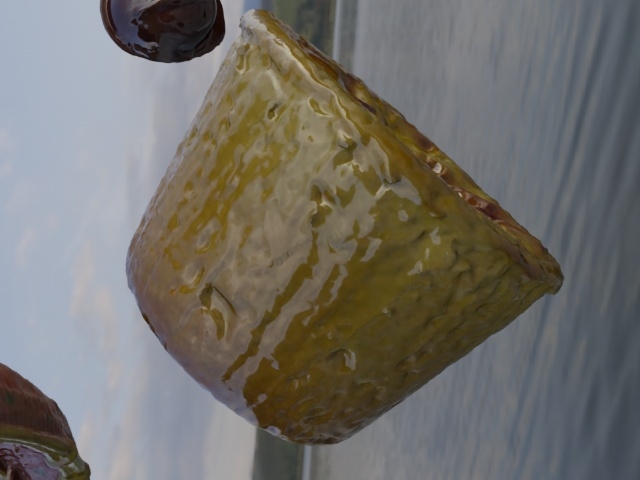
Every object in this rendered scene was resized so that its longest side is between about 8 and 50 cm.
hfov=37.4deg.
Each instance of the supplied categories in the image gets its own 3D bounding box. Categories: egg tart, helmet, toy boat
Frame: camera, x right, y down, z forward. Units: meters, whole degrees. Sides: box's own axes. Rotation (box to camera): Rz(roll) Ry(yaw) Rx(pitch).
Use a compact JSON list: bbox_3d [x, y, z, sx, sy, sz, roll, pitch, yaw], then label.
[{"bbox_3d":[0.000,0.000,0.477,0.147,0.202,0.202,-48,9,13],"label":"egg tart"},{"bbox_3d":[-0.119,-0.198,0.773,0.057,0.111,0.089,-35,72,58],"label":"helmet"},{"bbox_3d":[-0.264,0.162,0.769,0.318,0.141,0.099,77,-149,-65],"label":"toy boat"}]
